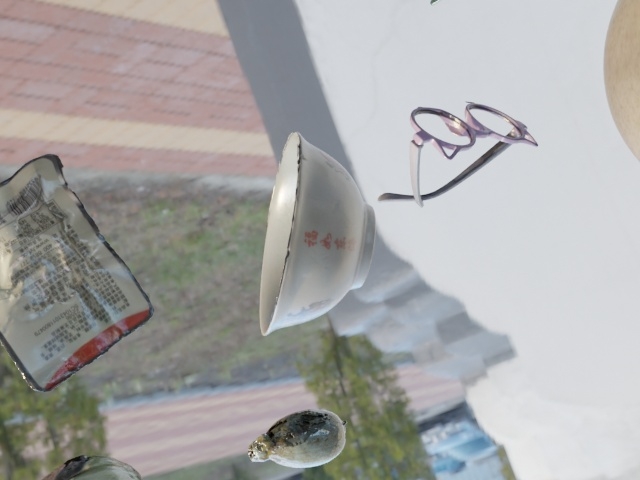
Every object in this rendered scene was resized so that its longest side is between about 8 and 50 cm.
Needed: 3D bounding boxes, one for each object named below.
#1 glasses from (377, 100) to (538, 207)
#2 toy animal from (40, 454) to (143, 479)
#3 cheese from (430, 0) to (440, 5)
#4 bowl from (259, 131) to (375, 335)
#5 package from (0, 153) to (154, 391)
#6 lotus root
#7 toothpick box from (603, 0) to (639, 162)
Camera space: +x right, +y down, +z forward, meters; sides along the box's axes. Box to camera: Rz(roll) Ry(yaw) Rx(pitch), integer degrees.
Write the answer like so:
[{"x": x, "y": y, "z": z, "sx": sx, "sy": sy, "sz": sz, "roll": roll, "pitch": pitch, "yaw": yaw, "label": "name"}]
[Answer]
[{"x": 0.101, "y": -0.053, "z": 0.830, "sx": 0.140, "sy": 0.062, "sz": 0.104, "roll": -11, "pitch": 137, "yaw": -46, "label": "glasses"}, {"x": -0.153, "y": 0.220, "z": 0.678, "sx": 0.121, "sy": 0.094, "sz": 0.225, "roll": -50, "pitch": -164, "yaw": -4, "label": "toy animal"}, {"x": 0.165, "y": -0.358, "z": 1.309, "sx": 0.026, "sy": 0.121, "sz": 0.067, "roll": 24, "pitch": 144, "yaw": -28, "label": "cheese"}, {"x": 0.000, "y": 0.000, "z": 1.713, "sx": 0.157, "sy": 0.346, "sz": 0.345, "roll": 10, "pitch": 160, "yaw": -9, "label": "bowl"}, {"x": -0.302, "y": 0.030, "z": 1.114, "sx": 0.166, "sy": 0.232, "sz": 0.040, "roll": -36, "pitch": -166, "yaw": -24, "label": "package"}, {"x": -0.029, "y": 0.303, "z": 1.556, "sx": 0.165, "sy": 0.088, "sz": 0.088, "roll": -5, "pitch": 161, "yaw": -30, "label": "lotus root"}, {"x": 0.538, "y": -0.250, "z": 1.088, "sx": 0.409, "sy": 0.409, "sz": 0.425, "roll": -10, "pitch": 150, "yaw": -31, "label": "toothpick box"}]
